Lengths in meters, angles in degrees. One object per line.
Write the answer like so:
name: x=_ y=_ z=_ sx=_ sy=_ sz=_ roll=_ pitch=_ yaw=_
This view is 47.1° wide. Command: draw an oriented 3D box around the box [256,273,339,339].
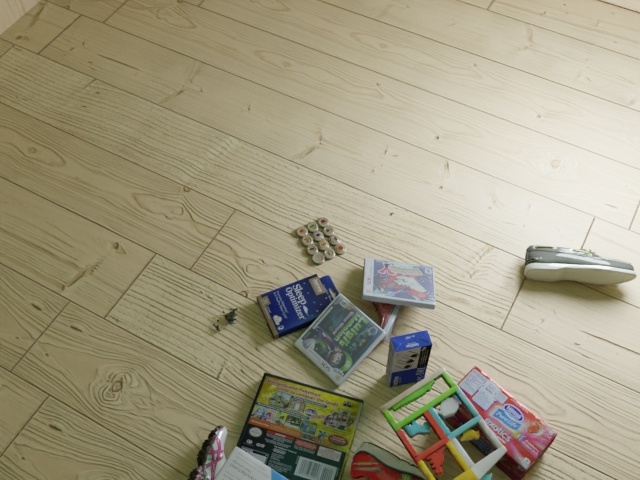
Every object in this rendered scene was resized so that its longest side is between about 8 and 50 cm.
box: x=-0.052 y=0.178 z=2.068 sx=0.225 sy=0.036 sz=0.136 roll=-20 pitch=58 yaw=-13

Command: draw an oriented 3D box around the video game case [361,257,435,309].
video game case: x=0.219 y=0.118 z=2.061 sx=0.201 sy=0.023 sz=0.183 roll=8 pitch=33 yaw=0

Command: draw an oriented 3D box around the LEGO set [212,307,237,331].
LEGO set: x=-0.261 y=0.221 z=2.054 sx=0.083 sy=0.023 sz=0.054 roll=-28 pitch=57 yaw=-2

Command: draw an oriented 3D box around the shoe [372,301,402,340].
shoe: x=0.176 y=0.196 z=2.038 sx=0.081 sy=0.063 sz=0.178 roll=18 pitch=53 yaw=14

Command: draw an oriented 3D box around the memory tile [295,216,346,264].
memory tile: x=0.000 y=0.000 z=2.200 sx=0.113 sy=0.012 sz=0.148 roll=-24 pitch=59 yaw=-14

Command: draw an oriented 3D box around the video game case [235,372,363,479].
video game case: x=-0.054 y=0.485 z=1.862 sx=0.275 sy=0.035 sz=0.248 roll=14 pitch=58 yaw=11

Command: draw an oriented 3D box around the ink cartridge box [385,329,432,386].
ink cartridge box: x=0.223 y=0.304 z=1.873 sx=0.097 sy=0.207 sz=0.046 roll=-11 pitch=56 yaw=-6

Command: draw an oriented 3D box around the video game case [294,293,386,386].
video game case: x=0.051 y=0.265 z=1.980 sx=0.173 sy=0.022 sz=0.190 roll=40 pitch=84 yaw=24

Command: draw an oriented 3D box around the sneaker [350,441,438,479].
sneaker: x=0.199 y=0.593 z=1.764 sx=0.279 sy=0.107 sz=0.118 roll=24 pitch=78 yaw=20

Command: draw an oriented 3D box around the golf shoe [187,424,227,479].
golf shoe: x=-0.264 y=0.549 z=1.812 sx=0.086 sy=0.067 sz=0.186 roll=30 pitch=55 yaw=-14

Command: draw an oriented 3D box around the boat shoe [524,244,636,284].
boat shoe: x=0.736 y=0.065 z=2.085 sx=0.305 sy=0.109 sz=0.091 roll=4 pitch=61 yaw=8

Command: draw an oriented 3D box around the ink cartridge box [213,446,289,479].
ink cartridge box: x=-0.192 y=0.644 z=1.622 sx=0.198 sy=0.197 sz=0.270 roll=31 pitch=55 yaw=5

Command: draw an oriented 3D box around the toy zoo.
toy zoo: x=0.299 y=0.466 z=1.733 sx=0.192 sy=0.030 sz=0.293 roll=-30 pitch=61 yaw=-10

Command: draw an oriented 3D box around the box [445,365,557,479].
box: x=0.434 y=0.454 z=1.819 sx=0.128 sy=0.122 sz=0.257 roll=-40 pitch=64 yaw=-21
